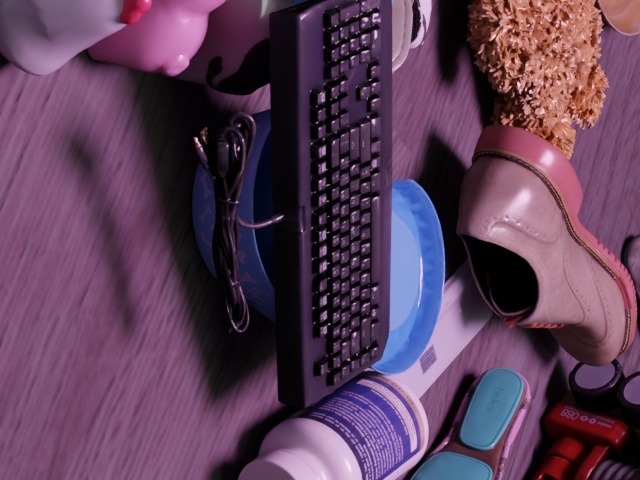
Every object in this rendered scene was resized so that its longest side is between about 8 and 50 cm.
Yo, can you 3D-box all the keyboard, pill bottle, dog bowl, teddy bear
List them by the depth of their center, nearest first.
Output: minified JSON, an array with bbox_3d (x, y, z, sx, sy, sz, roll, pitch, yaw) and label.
[{"bbox_3d":[-0.010,-0.021,1.378,0.201,0.033,0.317,-25,124,-40],"label":"keyboard"},{"bbox_3d":[0.008,0.176,1.516,0.169,0.094,0.094,-29,115,-52],"label":"pill bottle"},{"bbox_3d":[0.000,0.000,1.518,0.297,0.074,0.166,39,59,-49],"label":"dog bowl"},{"bbox_3d":[0.095,0.100,1.722,0.256,0.014,0.072,-42,130,-47],"label":"keyboard"},{"bbox_3d":[0.210,-0.228,1.780,0.245,0.113,0.338,-27,117,-47],"label":"teddy bear"}]

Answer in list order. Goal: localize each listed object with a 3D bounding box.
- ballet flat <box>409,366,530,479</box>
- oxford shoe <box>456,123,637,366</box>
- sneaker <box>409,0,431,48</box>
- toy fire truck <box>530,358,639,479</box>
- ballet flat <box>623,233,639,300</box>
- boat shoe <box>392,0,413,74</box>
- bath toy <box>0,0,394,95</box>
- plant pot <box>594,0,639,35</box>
[{"bbox_3d":[0.136,0.213,1.742,0.079,0.077,0.221,87,28,-44],"label":"ballet flat"},{"bbox_3d":[0.203,0.038,1.795,0.130,0.123,0.348,-60,139,-22],"label":"oxford shoe"},{"bbox_3d":[0.081,-0.222,1.671,0.044,0.040,0.109,23,75,-72],"label":"sneaker"},{"bbox_3d":[0.284,0.238,1.847,0.246,0.217,0.158,-47,130,-27],"label":"toy fire truck"},{"bbox_3d":[0.400,0.082,2.128,0.072,0.068,0.213,-57,135,-38],"label":"ballet flat"},{"bbox_3d":[0.047,-0.230,1.590,0.081,0.069,0.228,20,65,-14],"label":"boat shoe"},{"bbox_3d":[-0.087,-0.180,1.331,0.348,0.129,0.151,-5,95,-56],"label":"bath toy"},{"bbox_3d":[0.319,-0.335,1.984,0.236,0.032,0.236,-16,110,-55],"label":"plant pot"}]
